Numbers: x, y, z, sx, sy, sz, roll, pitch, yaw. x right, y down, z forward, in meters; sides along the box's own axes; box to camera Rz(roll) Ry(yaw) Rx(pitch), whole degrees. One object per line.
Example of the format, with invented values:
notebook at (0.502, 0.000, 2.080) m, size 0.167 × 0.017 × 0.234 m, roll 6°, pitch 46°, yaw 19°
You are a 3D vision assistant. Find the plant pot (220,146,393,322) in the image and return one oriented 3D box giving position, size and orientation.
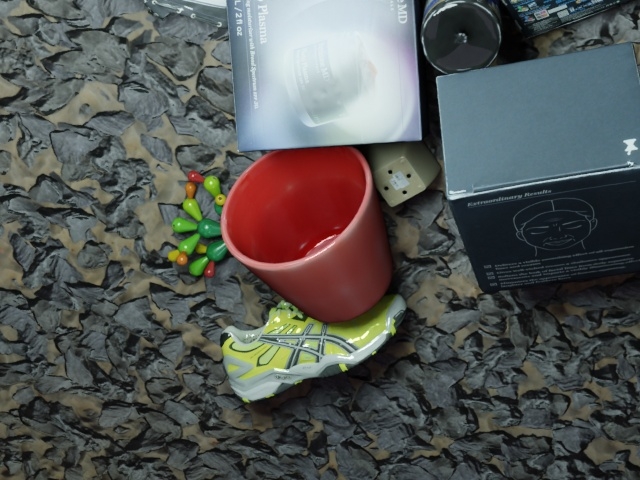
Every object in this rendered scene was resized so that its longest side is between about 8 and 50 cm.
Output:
plant pot at (0.000, 0.000, 1.899) m, size 0.275 × 0.275 × 0.243 m, roll -15°, pitch 139°, yaw 16°

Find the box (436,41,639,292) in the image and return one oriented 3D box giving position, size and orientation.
box at (0.361, -0.097, 1.724) m, size 0.294 × 0.212 × 0.395 m, roll -8°, pitch 155°, yaw 12°

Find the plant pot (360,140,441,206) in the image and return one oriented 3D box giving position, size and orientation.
plant pot at (0.136, -0.122, 1.912) m, size 0.109 × 0.096 × 0.109 m, roll -28°, pitch 112°, yaw 22°

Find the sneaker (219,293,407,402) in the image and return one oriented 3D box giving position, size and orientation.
sneaker at (-0.021, 0.179, 2.080) m, size 0.385 × 0.145 × 0.147 m, roll -24°, pitch 102°, yaw 13°

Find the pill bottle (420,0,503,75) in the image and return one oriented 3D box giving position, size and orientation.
pill bottle at (0.220, -0.347, 1.704) m, size 0.123 × 0.219 × 0.122 m, roll 4°, pitch 119°, yaw 6°

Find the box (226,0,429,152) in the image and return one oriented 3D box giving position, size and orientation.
box at (0.016, -0.298, 1.737) m, size 0.294 × 0.183 × 0.296 m, roll -3°, pitch 98°, yaw 8°

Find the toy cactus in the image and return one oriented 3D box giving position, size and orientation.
toy cactus at (-0.184, -0.019, 2.023) m, size 0.181 × 0.112 × 0.219 m, roll 8°, pitch 112°, yaw -7°

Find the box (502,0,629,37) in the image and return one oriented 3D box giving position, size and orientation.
box at (0.388, -0.405, 1.682) m, size 0.220 × 0.051 × 0.175 m, roll -17°, pitch 154°, yaw 22°

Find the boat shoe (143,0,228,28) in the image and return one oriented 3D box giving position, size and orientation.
boat shoe at (-0.252, -0.401, 1.828) m, size 0.229 × 0.080 × 0.076 m, roll 9°, pitch 119°, yaw -6°
